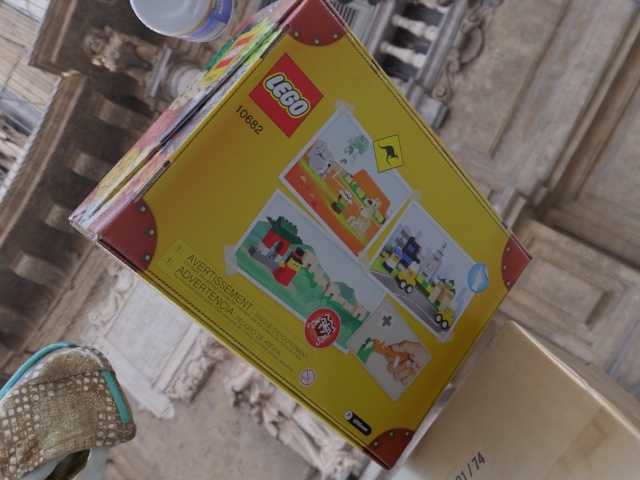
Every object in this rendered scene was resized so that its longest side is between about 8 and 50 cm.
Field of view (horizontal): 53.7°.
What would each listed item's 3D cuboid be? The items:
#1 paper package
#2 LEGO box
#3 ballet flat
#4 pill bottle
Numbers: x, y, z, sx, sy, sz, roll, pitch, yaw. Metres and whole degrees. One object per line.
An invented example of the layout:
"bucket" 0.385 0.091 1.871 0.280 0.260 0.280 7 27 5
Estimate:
"paper package" 0.263 0.315 0.756 0.168 0.309 0.325 28 -78 -24
"LEGO box" 0.000 0.000 0.841 0.500 0.193 0.372 45 -105 -26
"ballet flat" -0.162 0.143 0.302 0.206 0.067 0.073 -52 -21 8
"pill bottle" -0.257 -0.474 1.247 0.272 0.152 0.152 -67 0 -75
